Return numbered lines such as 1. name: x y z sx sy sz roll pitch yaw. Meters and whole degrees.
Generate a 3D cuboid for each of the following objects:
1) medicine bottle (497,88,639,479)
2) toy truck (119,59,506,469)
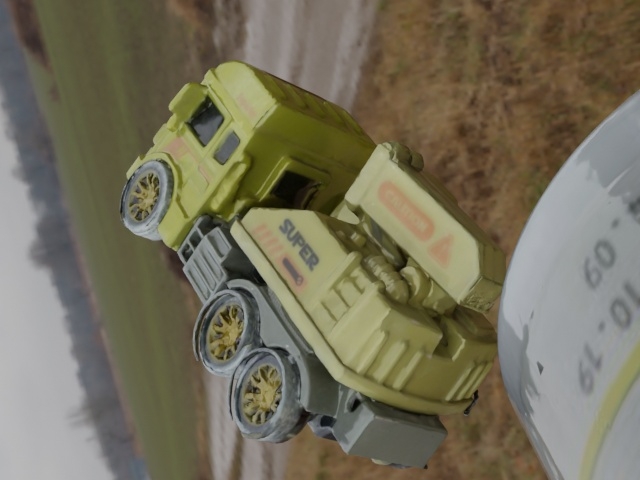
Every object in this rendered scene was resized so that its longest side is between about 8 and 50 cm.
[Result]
1. medicine bottle: 0.200 0.072 0.395 0.232 0.238 0.237 -111 11 -53
2. toy truck: 0.000 0.000 0.706 0.157 0.124 0.272 -54 43 17
